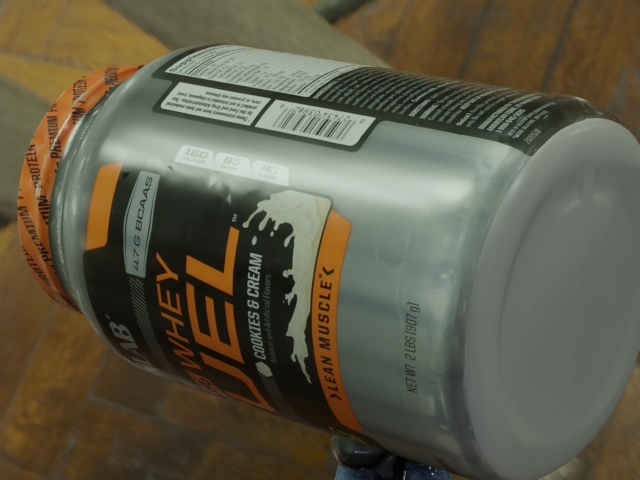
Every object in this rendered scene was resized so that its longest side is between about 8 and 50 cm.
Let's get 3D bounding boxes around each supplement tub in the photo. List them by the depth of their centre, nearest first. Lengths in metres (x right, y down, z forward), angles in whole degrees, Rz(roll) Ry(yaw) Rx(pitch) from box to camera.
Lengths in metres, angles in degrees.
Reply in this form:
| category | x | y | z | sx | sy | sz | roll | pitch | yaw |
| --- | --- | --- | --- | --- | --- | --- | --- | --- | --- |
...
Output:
| category | x | y | z | sx | sy | sz | roll | pitch | yaw |
| --- | --- | --- | --- | --- | --- | --- | --- | --- | --- |
| supplement tub | 0.000 | 0.000 | 0.843 | 0.316 | 0.193 | 0.193 | 13 | 75 | 37 |

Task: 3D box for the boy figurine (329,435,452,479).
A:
| category | x | y | z | sx | sy | sz | roll | pitch | yaw |
| --- | --- | --- | --- | --- | --- | --- | --- | --- | --- |
| boy figurine | 0.048 | 0.289 | 1.194 | 0.177 | 0.092 | 0.285 | 0 | 74 | 5 |
